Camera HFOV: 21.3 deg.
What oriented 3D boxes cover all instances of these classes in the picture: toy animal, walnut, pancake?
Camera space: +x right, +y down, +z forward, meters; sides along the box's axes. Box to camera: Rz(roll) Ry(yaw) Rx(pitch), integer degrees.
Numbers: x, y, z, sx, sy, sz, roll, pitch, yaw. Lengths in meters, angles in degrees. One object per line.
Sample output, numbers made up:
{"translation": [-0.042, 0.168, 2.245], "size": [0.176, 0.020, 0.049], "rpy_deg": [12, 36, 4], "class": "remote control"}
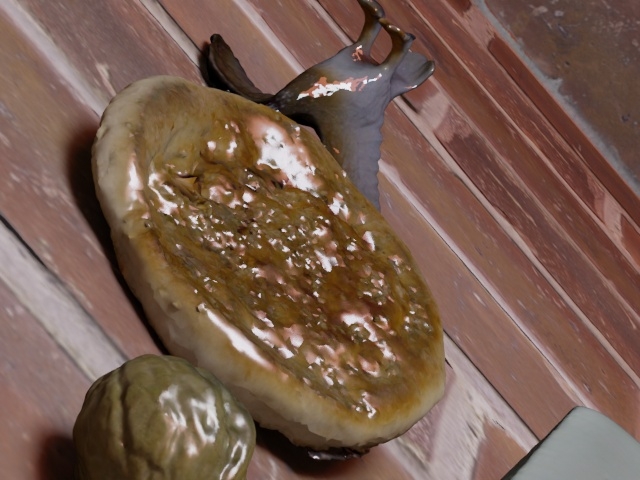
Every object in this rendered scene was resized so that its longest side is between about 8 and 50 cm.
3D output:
{"translation": [-0.007, -0.113, 1.257], "size": [0.272, 0.160, 0.197], "rpy_deg": [47, 4, 27], "class": "toy animal"}
{"translation": [-0.069, 0.094, 0.746], "size": [0.092, 0.092, 0.092], "rpy_deg": [45, 17, -18], "class": "walnut"}
{"translation": [-0.026, 0.008, 1.028], "size": [0.282, 0.049, 0.282], "rpy_deg": [32, 32, -23], "class": "pancake"}

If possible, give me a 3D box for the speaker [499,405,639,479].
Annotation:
{"translation": [0.092, 0.215, 0.709], "size": [0.184, 0.183, 0.406], "rpy_deg": [47, 19, 8], "class": "speaker"}
